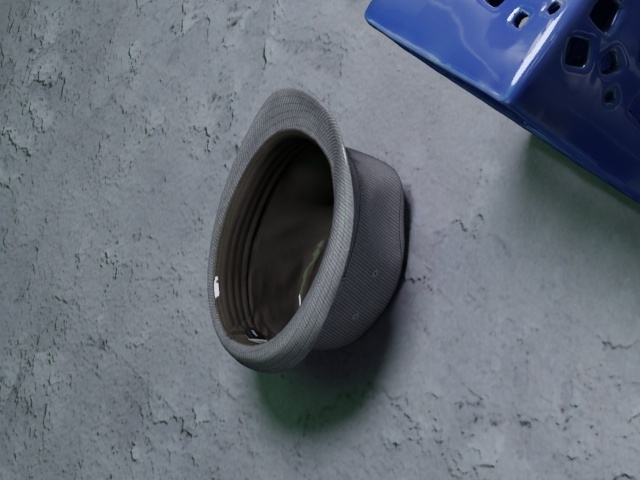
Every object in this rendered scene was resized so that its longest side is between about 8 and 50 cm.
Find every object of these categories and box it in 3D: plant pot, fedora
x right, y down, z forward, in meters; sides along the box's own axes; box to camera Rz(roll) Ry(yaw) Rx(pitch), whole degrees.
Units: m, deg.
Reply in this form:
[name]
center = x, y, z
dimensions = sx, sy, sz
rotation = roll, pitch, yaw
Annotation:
[plant pot]
center = 0.216, -0.186, 1.560
dimensions = 0.212, 0.236, 0.236
rotation = -57, 38, 6
[fedora]
center = 0.000, 0.000, 1.830
dimensions = 0.244, 0.124, 0.275
rotation = 31, 108, 55
